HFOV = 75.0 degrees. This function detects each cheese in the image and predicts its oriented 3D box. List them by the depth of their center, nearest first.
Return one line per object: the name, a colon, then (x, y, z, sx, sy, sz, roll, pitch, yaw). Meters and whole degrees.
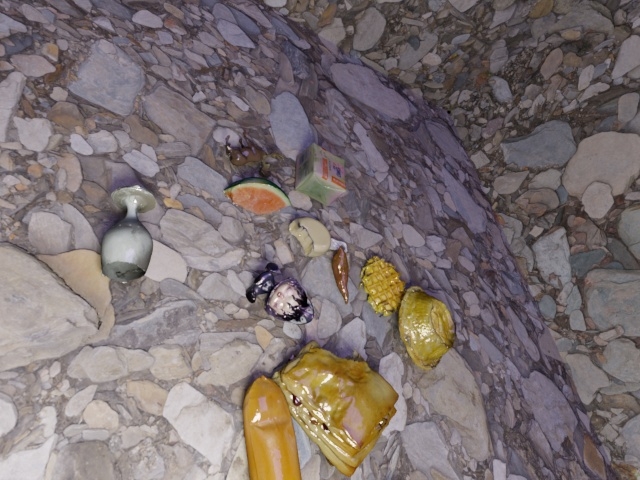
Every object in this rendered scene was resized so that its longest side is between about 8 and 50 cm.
cheese: (-0.001, -0.017, 1.613, 0.248, 0.070, 0.164, -4, 66, -45)

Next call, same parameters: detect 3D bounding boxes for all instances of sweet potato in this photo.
sweet potato: (0.080, 0.133, 1.596, 0.068, 0.068, 0.226, 2, 78, -43)

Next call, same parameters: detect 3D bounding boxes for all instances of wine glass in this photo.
wine glass: (-0.502, -0.018, 1.095, 0.126, 0.126, 0.241, 19, 49, -34)

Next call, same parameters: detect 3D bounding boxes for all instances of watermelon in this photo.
watermelon: (-0.224, -0.190, 1.516, 0.231, 0.128, 0.146, 26, 29, -26)

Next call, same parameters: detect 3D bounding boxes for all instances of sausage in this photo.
sausage: (-0.125, 0.527, 1.061, 0.134, 0.116, 0.354, 3, 56, -26)

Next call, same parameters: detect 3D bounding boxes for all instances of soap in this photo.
soap: (0.001, -0.278, 1.757, 0.182, 0.138, 0.200, 25, 46, -30)

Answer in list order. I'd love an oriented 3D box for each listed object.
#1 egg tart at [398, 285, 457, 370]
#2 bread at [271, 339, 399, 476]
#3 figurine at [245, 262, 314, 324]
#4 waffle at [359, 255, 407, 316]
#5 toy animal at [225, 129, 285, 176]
egg tart: (0.443, 0.340, 1.691, 0.345, 0.132, 0.346, 26, 52, -39)
bread: (0.070, 0.458, 1.240, 0.370, 0.191, 0.314, 55, 40, 5)
figurine: (-0.117, 0.189, 1.323, 0.222, 0.145, 0.145, 39, 40, 0)
waffle: (0.275, 0.193, 1.732, 0.262, 0.060, 0.281, 32, 44, -23)
toy animal: (-0.257, -0.324, 1.594, 0.186, 0.094, 0.214, 51, 47, 5)
